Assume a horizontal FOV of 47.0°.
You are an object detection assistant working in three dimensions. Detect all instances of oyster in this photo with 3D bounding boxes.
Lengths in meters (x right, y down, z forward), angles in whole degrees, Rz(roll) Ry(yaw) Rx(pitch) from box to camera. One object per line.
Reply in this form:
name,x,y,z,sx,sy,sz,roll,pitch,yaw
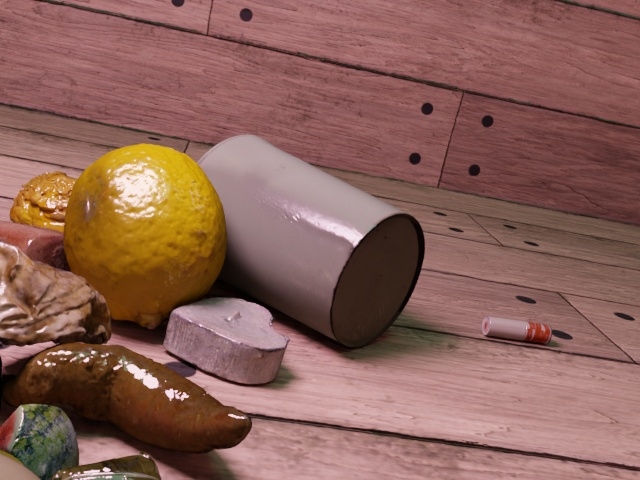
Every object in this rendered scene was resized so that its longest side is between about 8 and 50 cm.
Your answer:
oyster,-0.359,0.070,0.872,0.166,0.110,0.341,0,-19,31

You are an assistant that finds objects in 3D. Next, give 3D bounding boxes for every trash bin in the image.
trash bin,-0.058,-0.011,1.317,0.432,0.280,0.280,27,21,35

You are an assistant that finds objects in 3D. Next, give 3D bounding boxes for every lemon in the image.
lemon,-0.267,-0.009,1.142,0.254,0.253,0.310,4,54,-28

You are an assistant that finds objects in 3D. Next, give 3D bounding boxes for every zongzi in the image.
zongzi,-0.191,0.254,0.686,0.104,0.052,0.113,-6,36,-31

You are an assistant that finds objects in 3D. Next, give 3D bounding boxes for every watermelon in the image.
watermelon,-0.285,0.216,0.743,0.085,0.072,0.092,13,49,-44

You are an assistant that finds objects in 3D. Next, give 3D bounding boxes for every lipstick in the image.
lipstick,0.381,0.174,1.427,0.131,0.038,0.038,9,15,-10

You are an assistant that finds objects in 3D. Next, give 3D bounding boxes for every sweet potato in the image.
sweet potato,-0.212,0.177,0.835,0.310,0.097,0.124,13,1,12

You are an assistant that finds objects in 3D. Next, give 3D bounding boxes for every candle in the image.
candle,-0.142,0.140,1.083,0.169,0.068,0.192,11,13,-19

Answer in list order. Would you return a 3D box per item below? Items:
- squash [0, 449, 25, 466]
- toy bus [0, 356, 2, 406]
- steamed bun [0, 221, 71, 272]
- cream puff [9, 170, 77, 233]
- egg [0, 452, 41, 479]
squash,-0.369,0.201,0.690,0.258,0.069,0.069,18,16,20
toy bus,-0.449,0.145,0.797,0.194,0.087,0.089,14,19,11
steamed bun,-0.468,0.028,1.181,0.145,0.106,0.175,11,1,19
cream puff,-0.502,-0.063,1.426,0.189,0.129,0.189,15,14,-4
egg,-0.262,0.225,0.405,0.219,0.219,0.269,20,13,26
